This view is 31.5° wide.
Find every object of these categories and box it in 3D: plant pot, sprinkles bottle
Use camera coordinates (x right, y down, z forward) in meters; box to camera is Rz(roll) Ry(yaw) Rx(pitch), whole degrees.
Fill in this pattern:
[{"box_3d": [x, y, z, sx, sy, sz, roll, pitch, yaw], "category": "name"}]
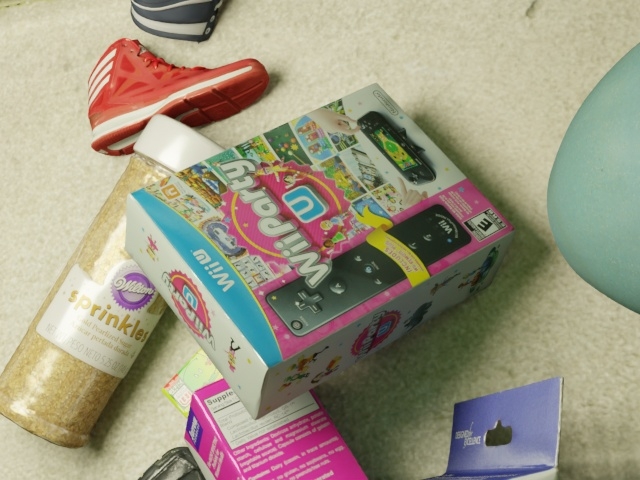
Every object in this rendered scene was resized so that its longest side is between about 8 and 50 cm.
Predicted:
[{"box_3d": [0.319, -0.044, 1.015, 0.195, 0.290, 0.290, -21, 65, 51], "category": "plant pot"}, {"box_3d": [-0.215, 0.043, 1.217, 0.121, 0.121, 0.355, 29, 86, 22], "category": "sprinkles bottle"}]

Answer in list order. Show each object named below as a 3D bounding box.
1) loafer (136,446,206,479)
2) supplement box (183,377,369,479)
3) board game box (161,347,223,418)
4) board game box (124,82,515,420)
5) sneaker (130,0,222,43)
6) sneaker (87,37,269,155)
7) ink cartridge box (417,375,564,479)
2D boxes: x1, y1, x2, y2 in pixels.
[{"box_3d": [-0.190, 0.310, 1.162, 0.223, 0.076, 0.078, -46, 60, -2], "category": "loafer"}, {"box_3d": [-0.031, 0.234, 1.088, 0.114, 0.111, 0.220, -21, 62, -24], "category": "supplement box"}, {"box_3d": [-0.072, 0.108, 1.170, 0.181, 0.092, 0.043, -47, 69, 1], "category": "board game box"}, {"box_3d": [0.000, 0.000, 1.093, 0.303, 0.097, 0.224, -28, 64, -28], "category": "board game box"}, {"box_3d": [-0.099, -0.325, 1.301, 0.282, 0.153, 0.099, -25, 64, -22], "category": "sneaker"}, {"box_3d": [-0.173, -0.191, 1.285, 0.221, 0.087, 0.128, -19, 72, 11], "category": "sneaker"}, {"box_3d": [0.120, 0.278, 0.958, 0.072, 0.303, 0.307, 4, 77, -8], "category": "ink cartridge box"}]
